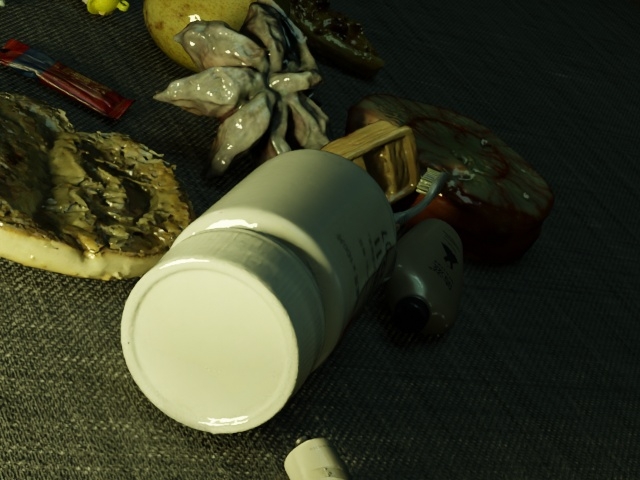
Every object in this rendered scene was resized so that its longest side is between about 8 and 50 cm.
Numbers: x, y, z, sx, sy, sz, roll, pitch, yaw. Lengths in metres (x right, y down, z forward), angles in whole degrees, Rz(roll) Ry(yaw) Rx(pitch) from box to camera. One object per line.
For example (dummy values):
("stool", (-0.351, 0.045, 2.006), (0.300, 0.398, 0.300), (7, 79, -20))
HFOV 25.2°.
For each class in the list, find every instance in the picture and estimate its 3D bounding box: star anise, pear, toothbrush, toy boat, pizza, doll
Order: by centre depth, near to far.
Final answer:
("toothbrush", (0.085, -0.004, 1.907), (0.037, 0.028, 0.375), (23, 39, 17))
("star anise", (-0.097, -0.225, 1.999), (0.359, 0.139, 0.316), (39, 49, -16))
("toy boat", (0.046, -0.088, 2.005), (0.188, 0.116, 0.061), (-28, 40, -20))
("pear", (-0.166, -0.359, 2.234), (0.211, 0.188, 0.228), (34, 25, -4))
("doll", (-0.390, -0.420, 2.263), (0.207, 0.081, 0.129), (32, 34, 4))
("pizza", (-0.005, -0.397, 2.582), (0.305, 0.086, 0.161), (34, 26, 12))

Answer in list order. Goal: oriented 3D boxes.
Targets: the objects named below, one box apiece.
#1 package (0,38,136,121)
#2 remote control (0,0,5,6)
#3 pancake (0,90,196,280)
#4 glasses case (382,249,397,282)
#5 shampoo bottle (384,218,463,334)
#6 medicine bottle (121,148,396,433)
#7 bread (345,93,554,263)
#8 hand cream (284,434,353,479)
("package", (-0.358, -0.224, 1.995), (0.200, 0.022, 0.083), (27, 25, 1))
("remote control", (-0.548, -0.441, 2.184), (0.103, 0.051, 0.293), (10, 29, -30))
("pancake", (-0.316, -0.069, 1.696), (0.382, 0.071, 0.382), (21, 25, -11))
("glasses case", (0.000, 0.000, 1.835), (0.070, 0.047, 0.205), (-18, 35, -41))
("shampoo bottle", (0.136, 0.051, 1.885), (0.127, 0.078, 0.257), (53, 25, -12))
("medicine bottle", (-0.057, 0.045, 1.573), (0.211, 0.211, 0.371), (30, 26, 6))
("bread", (0.201, -0.098, 2.193), (0.295, 0.114, 0.327), (-4, 39, -48))
("hand cream", (0.019, 0.269, 1.419), (0.087, 0.054, 0.186), (0, 43, -36))
